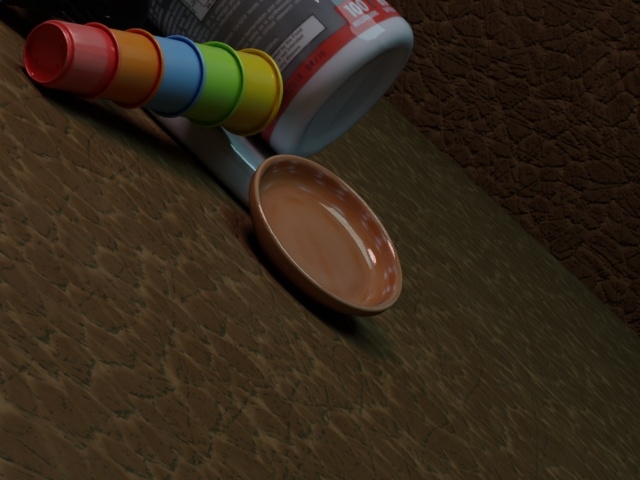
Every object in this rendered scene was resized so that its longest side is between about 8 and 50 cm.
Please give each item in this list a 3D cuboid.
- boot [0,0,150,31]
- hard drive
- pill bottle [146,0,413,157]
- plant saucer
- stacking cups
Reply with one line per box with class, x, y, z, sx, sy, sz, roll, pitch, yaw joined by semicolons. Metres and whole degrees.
boot;-0.288;-0.301;1.996;0.246;0.094;0.207;23;17;-17
hard drive;-0.119;-0.131;2.184;0.353;0.047;0.233;44;11;4
pill bottle;-0.086;-0.283;2.199;0.363;0.210;0.210;46;11;12
plant saucer;0.000;0.000;2.012;0.200;0.037;0.200;33;33;-25
stacking cups;-0.172;-0.167;1.941;0.316;0.096;0.096;6;37;-52
